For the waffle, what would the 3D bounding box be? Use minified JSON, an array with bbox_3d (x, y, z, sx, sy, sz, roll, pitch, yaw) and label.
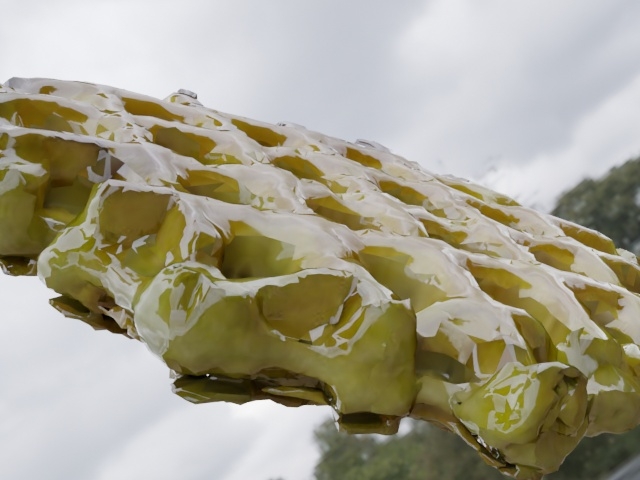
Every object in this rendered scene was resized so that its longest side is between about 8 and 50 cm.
[{"bbox_3d":[0.001,-0.002,0.468,0.291,0.291,0.051,-13,-55,-62],"label":"waffle"}]
